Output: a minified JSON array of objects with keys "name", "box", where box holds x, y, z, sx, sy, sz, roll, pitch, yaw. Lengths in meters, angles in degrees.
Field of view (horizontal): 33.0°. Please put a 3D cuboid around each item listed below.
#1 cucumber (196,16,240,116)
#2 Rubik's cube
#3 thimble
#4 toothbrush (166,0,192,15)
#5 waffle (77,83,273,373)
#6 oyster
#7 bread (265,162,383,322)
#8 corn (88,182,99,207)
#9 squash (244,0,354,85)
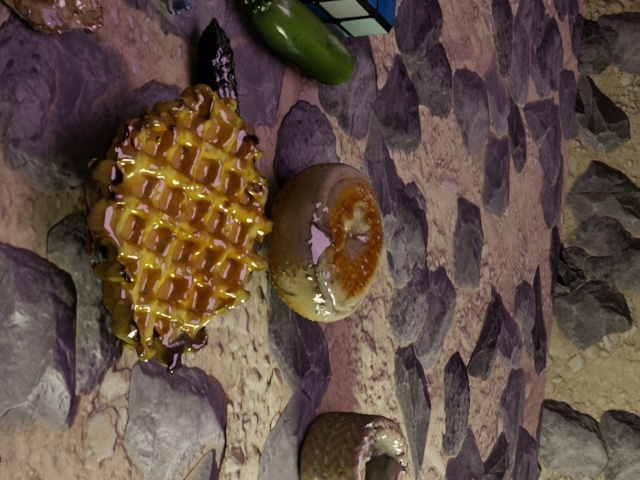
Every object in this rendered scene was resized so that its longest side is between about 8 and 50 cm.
[{"name":"cucumber","box":[-0.166,-0.213,1.772,0.072,0.072,0.300,-26,111,-59]},{"name":"Rubik's cube","box":[0.035,-0.493,2.025,0.167,0.180,0.183,30,66,-59]},{"name":"thimble","box":[0.071,0.436,2.118,0.229,0.148,0.196,32,63,-55]},{"name":"toothbrush","box":[-0.230,-0.560,1.696,0.042,0.040,0.418,5,81,-60]},{"name":"waffle","box":[-0.200,-0.028,1.558,0.382,0.095,0.379,-45,135,-50]},{"name":"oyster","box":[-0.340,-0.354,1.446,0.163,0.081,0.191,65,33,-30]},{"name":"bread","box":[0.000,0.000,1.979,0.305,0.159,0.305,-10,102,-63]},{"name":"corn","box":[-0.266,-0.086,1.586,0.206,0.067,0.067,-42,126,-54]},{"name":"squash","box":[-0.037,-0.371,1.976,0.379,0.101,0.101,32,62,-60]}]
